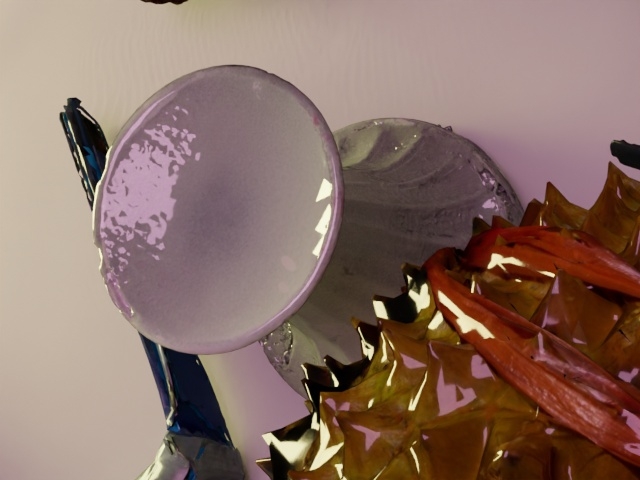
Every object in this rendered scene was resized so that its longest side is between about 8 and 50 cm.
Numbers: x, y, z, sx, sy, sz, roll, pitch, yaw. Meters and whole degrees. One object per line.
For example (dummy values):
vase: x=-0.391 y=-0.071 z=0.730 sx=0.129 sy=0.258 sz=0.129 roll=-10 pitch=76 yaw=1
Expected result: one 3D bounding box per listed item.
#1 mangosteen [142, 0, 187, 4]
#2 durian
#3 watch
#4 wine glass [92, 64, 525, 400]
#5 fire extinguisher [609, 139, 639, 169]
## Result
mangosteen: x=-0.063 y=-0.235 z=0.833 sx=0.211 sy=0.211 sz=0.250 roll=44 pitch=133 yaw=27
durian: x=0.128 y=0.150 z=0.572 sx=0.348 sy=0.347 sz=0.384 roll=4 pitch=71 yaw=29
watch: x=-0.192 y=0.100 z=0.897 sx=0.276 sy=0.068 sz=0.274 roll=-35 pitch=67 yaw=19
wine glass: x=0.000 y=0.000 z=0.742 sx=0.165 sy=0.196 sz=0.164 roll=-6 pitch=76 yaw=25
fire extinguisher: x=0.276 y=-0.126 z=0.645 sx=0.344 sy=0.102 sz=0.138 roll=-39 pitch=40 yaw=4
